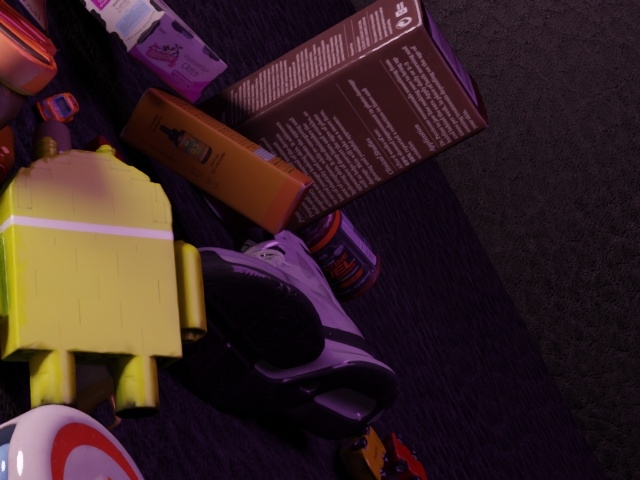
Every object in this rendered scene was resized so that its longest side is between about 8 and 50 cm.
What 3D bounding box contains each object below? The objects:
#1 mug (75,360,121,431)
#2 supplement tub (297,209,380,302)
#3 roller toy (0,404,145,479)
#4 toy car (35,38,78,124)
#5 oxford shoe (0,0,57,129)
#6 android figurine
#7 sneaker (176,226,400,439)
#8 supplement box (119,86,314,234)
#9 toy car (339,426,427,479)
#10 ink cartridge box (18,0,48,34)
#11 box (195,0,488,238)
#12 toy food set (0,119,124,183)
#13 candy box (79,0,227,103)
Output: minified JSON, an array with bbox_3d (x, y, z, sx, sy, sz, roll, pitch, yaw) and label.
[{"bbox_3d":[-0.219,0.139,1.534,0.078,0.064,0.062,56,16,-21],"label":"mug"},{"bbox_3d":[0.000,0.000,2.380,0.198,0.106,0.106,47,22,-40],"label":"supplement tub"},{"bbox_3d":[-0.211,0.234,1.249,0.209,0.146,0.191,66,17,11],"label":"roller toy"},{"bbox_3d":[-0.308,-0.183,1.832,0.122,0.041,0.060,67,16,14],"label":"toy car"},{"bbox_3d":[-0.347,-0.174,1.587,0.130,0.132,0.363,38,4,-15],"label":"oxford shoe"},{"bbox_3d":[-0.218,0.030,1.502,0.248,0.056,0.272,4,67,-32],"label":"android figurine"},{"bbox_3d":[-0.093,0.073,1.961,0.447,0.169,0.257,39,13,-53],"label":"sneaker"},{"bbox_3d":[-0.128,-0.102,2.007,0.233,0.078,0.080,32,13,2],"label":"supplement box"},{"bbox_3d":[0.057,0.247,2.243,0.239,0.053,0.225,27,38,-65],"label":"toy car"},{"bbox_3d":[-0.294,-0.373,1.527,0.175,0.069,0.371,50,-25,20],"label":"ink cartridge box"},{"bbox_3d":[0.013,-0.160,2.177,0.191,0.381,0.143,54,15,-30],"label":"box"},{"bbox_3d":[-0.242,-0.035,1.630,0.232,0.111,0.104,51,8,-26],"label":"toy food set"},{"bbox_3d":[-0.239,-0.290,2.036,0.233,0.071,0.159,46,5,33],"label":"candy box"}]
